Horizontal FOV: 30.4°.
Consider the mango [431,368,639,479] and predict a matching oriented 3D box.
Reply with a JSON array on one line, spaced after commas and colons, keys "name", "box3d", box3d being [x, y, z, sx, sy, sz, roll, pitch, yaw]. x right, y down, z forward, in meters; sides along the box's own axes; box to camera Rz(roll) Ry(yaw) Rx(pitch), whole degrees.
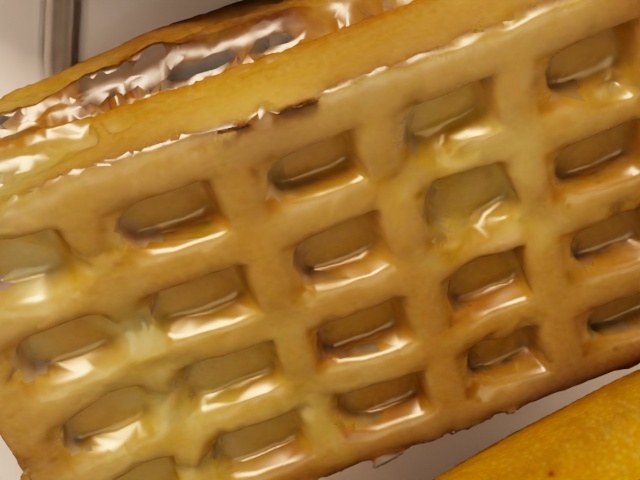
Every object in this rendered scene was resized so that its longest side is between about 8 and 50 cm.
[{"name": "mango", "box3d": [0.091, 0.176, 0.567, 0.359, 0.187, 0.144, -36, 71, 5]}]

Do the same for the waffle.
[{"name": "waffle", "box3d": [0.000, 0.000, 0.520, 0.328, 0.098, 0.224, -20, 125, -4]}]
